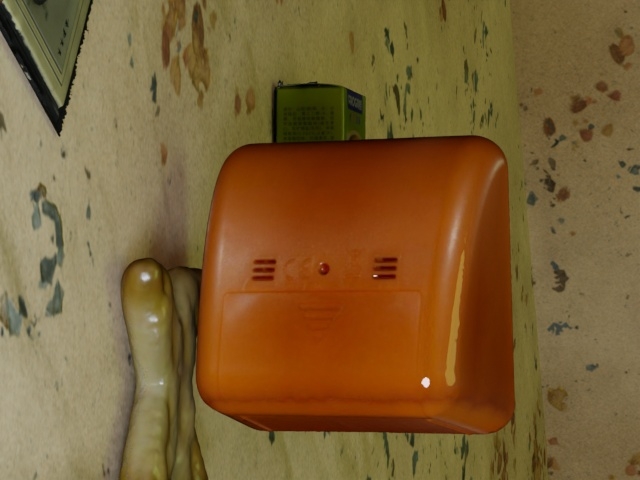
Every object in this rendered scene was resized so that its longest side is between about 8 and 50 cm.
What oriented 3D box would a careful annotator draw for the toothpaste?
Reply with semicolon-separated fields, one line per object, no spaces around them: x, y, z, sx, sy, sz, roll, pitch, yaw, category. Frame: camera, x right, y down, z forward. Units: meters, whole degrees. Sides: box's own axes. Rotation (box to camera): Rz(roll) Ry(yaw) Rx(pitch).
0.000;0.000;2.050;0.110;0.077;0.327;9;81;-74;toothpaste

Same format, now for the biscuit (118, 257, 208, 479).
-0.131;0.121;1.620;0.164;0.047;0.208;24;66;-77;biscuit

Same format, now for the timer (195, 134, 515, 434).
0.027;0.033;1.663;0.161;0.257;0.250;32;59;-67;timer

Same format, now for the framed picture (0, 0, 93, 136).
-0.202;-0.209;1.433;0.199;0.010;0.195;68;27;-55;framed picture

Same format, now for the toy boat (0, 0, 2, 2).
-0.253;-0.230;1.096;0.099;0.108;0.293;54;-13;51;toy boat
